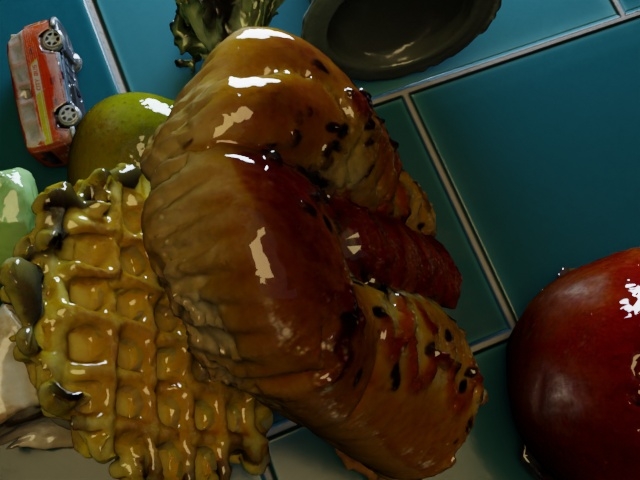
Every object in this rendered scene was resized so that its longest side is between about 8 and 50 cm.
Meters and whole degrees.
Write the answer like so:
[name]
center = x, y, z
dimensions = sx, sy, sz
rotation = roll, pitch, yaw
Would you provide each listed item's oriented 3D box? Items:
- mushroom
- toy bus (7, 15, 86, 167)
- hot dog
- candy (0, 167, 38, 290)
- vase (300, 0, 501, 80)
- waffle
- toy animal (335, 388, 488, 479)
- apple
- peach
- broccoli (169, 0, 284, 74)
[mushroom]
center = -0.230, 0.107, 0.846
dimensions = 0.253, 0.195, 0.189
rotation = -10, 72, -11
[toy bus]
center = -0.319, -0.174, 0.985
dimensions = 0.077, 0.079, 0.174
rotation = -17, 75, 0
[hot dog]
center = 0.000, 0.000, 0.771
dimensions = 0.196, 0.365, 0.368
rotation = -25, 50, 26
[candy]
center = -0.471, 0.002, 0.885
dimensions = 0.343, 0.132, 0.142
rotation = -6, 65, -7
[vase]
center = 0.069, -0.379, 1.016
dimensions = 0.244, 0.245, 0.291
rotation = -9, 67, -8
[waffle]
center = -0.146, 0.072, 0.748
dimensions = 0.329, 0.062, 0.329
rotation = 30, 49, -41
[toy animal]
center = 0.083, 0.258, 0.894
dimensions = 0.114, 0.116, 0.255
rotation = 5, 71, 41
[apple]
center = -0.181, -0.068, 0.904
dimensions = 0.196, 0.196, 0.157
rotation = 12, 77, -2
[peach]
center = 0.401, 0.155, 0.868
dimensions = 0.416, 0.353, 0.339
rotation = 1, 59, 38
[broccoli]
center = -0.083, -0.190, 0.988
dimensions = 0.145, 0.165, 0.304
rotation = -12, 88, -16
